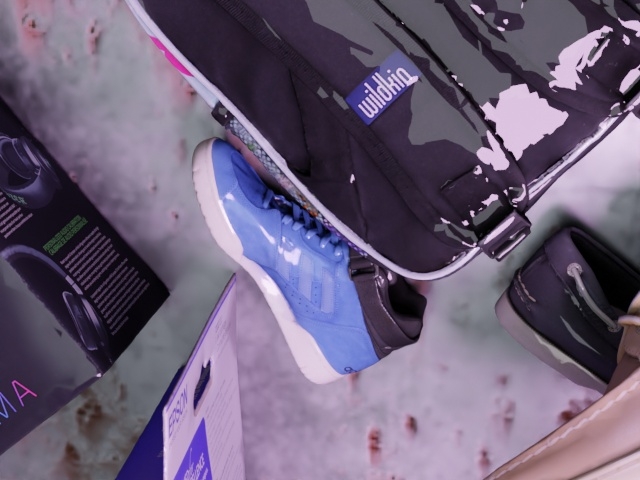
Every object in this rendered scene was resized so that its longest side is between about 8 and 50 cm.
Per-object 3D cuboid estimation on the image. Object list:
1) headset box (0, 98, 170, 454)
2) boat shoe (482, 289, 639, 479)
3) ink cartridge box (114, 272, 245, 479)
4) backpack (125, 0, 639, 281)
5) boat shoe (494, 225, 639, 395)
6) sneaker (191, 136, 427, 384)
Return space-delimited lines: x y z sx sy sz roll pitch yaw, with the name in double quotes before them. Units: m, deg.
"headset box" -0.273 0.010 1.056 0.246 0.131 0.283 -37 97 18
"boat shoe" 0.189 0.058 0.945 0.302 0.109 0.098 -29 69 -14
"ink cartridge box" -0.072 0.145 1.021 0.045 0.206 0.208 0 106 7
"backpack" 0.033 -0.141 0.917 0.253 0.191 0.225 42 107 -11
"boat shoe" 0.191 0.066 1.014 0.206 0.075 0.065 32 113 5
"sneaker" 0.000 0.000 1.037 0.085 0.058 0.152 -24 106 23
